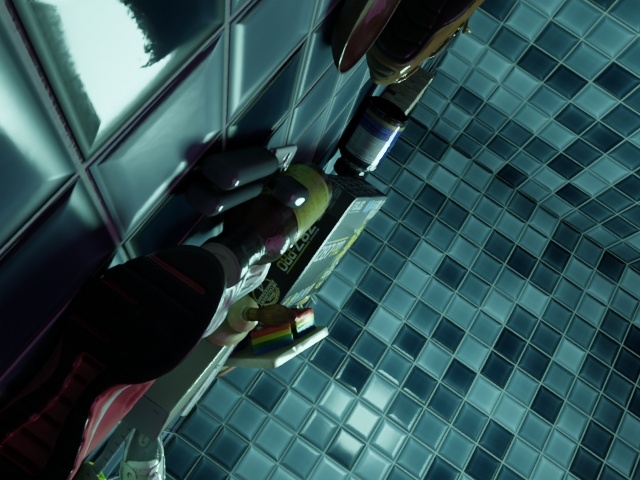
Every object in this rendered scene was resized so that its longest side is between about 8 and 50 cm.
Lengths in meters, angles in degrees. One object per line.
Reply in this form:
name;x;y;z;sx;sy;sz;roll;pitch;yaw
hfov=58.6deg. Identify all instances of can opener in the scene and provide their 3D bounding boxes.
can opener;-0.075;-0.079;0.730;0.074;0.093;0.280;-55;173;18

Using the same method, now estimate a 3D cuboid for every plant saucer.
plant saucer;0.068;-0.319;0.769;0.199;0.036;0.198;-55;178;-3

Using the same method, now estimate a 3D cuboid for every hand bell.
hand bell;-0.118;0.131;1.016;0.242;0.126;0.126;-10;-142;54

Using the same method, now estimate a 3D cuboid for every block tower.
block tower;0.230;-0.415;1.742;0.335;0.097;0.091;-55;178;-29

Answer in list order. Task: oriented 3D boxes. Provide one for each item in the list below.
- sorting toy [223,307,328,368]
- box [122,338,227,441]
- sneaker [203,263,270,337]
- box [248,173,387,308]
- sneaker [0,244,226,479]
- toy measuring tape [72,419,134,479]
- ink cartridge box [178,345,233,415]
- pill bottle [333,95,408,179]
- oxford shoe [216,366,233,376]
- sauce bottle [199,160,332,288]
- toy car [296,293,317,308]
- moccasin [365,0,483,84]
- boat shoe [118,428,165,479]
sorting toy;-0.157;0.254;1.550;0.257;0.089;0.255;-6;-172;34
box;-0.270;0.249;1.129;0.113;0.094;0.275;-58;176;35
sneaker;-0.157;0.062;0.954;0.232;0.090;0.115;-55;174;-14
box;0.000;0.000;1.322;0.318;0.097;0.395;-56;170;12
sneaker;-0.225;0.124;0.590;0.314;0.116;0.136;-48;-174;-8
toy measuring tape;-0.410;0.474;1.113;0.330;0.121;0.121;-55;177;-10
ink cartridge box;-0.288;0.295;1.340;0.219;0.092;0.160;-55;178;-20
pill bottle;0.126;-0.260;1.512;0.219;0.122;0.123;-57;177;32
oxford shoe;-0.245;0.255;1.752;0.348;0.123;0.130;-53;151;-27
sauce bottle;-0.079;-0.033;0.891;0.111;0.111;0.344;-57;177;28
toy car;-0.086;0.143;1.683;0.149;0.188;0.155;-18;-153;46
moccasin;0.225;-0.431;1.034;0.380;0.139;0.147;-54;178;-7
boat shoe;-0.369;0.477;1.174;0.096;0.098;0.277;115;-31;-49
